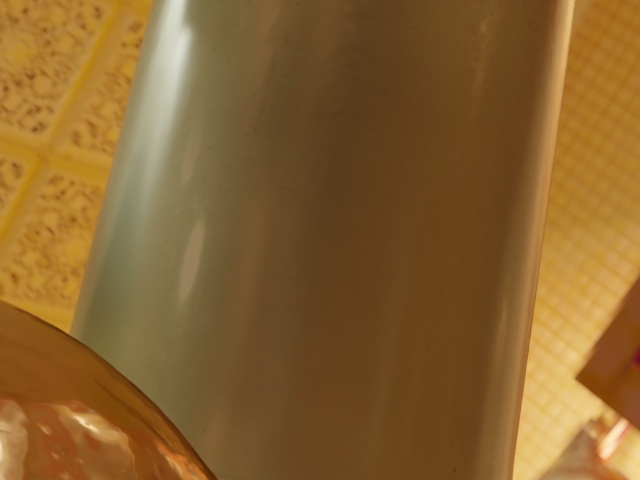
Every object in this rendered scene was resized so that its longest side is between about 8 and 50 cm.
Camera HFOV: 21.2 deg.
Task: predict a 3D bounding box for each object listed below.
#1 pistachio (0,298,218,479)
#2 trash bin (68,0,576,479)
[{"bbox_3d":[-0.084,0.090,0.424,0.165,0.210,0.130,-8,-58,-53],"label":"pistachio"},{"bbox_3d":[0.000,0.000,1.009,0.280,0.280,0.432,16,-98,-46],"label":"trash bin"}]
